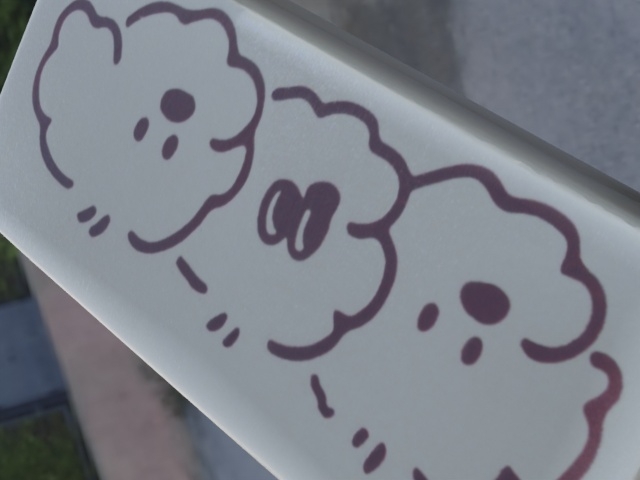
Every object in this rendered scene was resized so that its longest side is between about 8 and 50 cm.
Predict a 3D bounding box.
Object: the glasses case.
[{"bbox_3d":[0.000,0.000,0.512,0.336,0.076,0.144,34,106,38],"label":"glasses case"}]
